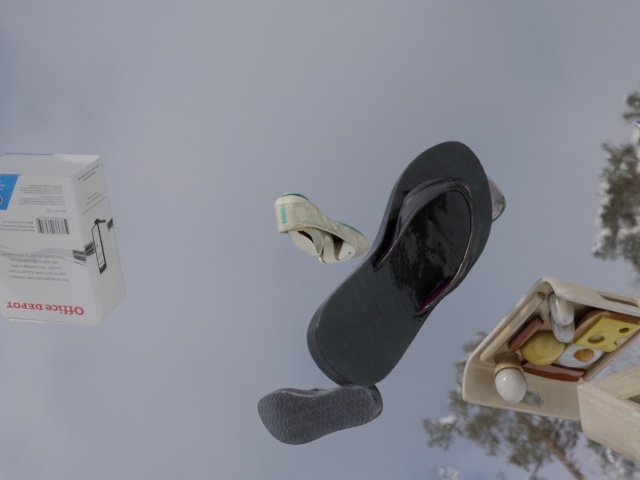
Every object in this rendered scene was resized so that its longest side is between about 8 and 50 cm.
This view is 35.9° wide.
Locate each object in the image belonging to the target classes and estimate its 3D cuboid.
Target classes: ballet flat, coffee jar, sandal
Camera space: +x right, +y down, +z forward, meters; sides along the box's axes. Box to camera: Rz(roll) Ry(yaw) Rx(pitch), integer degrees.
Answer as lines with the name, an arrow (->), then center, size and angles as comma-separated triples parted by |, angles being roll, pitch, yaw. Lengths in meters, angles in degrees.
ballet flat -> 0.000, 0.000, 1.114 | 0.168, 0.057, 0.052 | 31, -130, -48
coffee jar -> 0.245, -0.051, 1.650 | 0.079, 0.184, 0.096 | -39, -98, -10
sandal -> 0.146, 0.022, 1.393 | 0.167, 0.107, 0.446 | 41, -123, -11
sandal -> 0.002, 0.286, 1.656 | 0.054, 0.254, 0.097 | -18, -86, -54

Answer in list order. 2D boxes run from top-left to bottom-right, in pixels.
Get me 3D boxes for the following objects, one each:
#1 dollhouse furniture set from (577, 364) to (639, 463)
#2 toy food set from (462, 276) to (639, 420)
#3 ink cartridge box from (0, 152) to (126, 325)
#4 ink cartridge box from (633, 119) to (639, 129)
dollhouse furniture set -> 0.271, 0.141, 0.704 | 0.183, 0.129, 0.129 | -13, -78, -20
toy food set -> 0.379, 0.178, 1.506 | 0.219, 0.092, 0.306 | 12, -39, -16
ink cartridge box -> -0.345, -0.002, 1.262 | 0.086, 0.148, 0.203 | -55, -36, -60
ink cartridge box -> 0.379, 0.045, 0.621 | 0.303, 0.307, 0.072 | 6, -59, -26
